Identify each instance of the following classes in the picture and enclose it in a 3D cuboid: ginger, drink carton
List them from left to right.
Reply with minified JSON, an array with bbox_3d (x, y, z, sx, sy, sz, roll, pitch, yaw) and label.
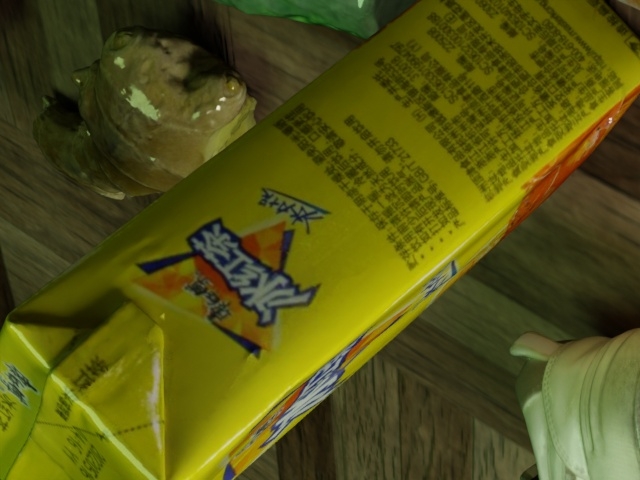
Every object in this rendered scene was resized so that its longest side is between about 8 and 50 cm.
[{"bbox_3d":[-0.137,-0.079,1.253,0.131,0.086,0.294,38,161,-23],"label":"ginger"},{"bbox_3d":[0.000,0.000,0.879,0.111,0.351,0.154,46,150,8],"label":"drink carton"}]

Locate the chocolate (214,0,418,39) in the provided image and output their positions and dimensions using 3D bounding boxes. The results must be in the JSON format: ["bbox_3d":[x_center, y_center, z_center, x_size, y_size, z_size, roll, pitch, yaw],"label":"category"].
[{"bbox_3d":[-0.063,-0.183,1.002,0.291,0.110,0.110,29,144,34],"label":"chocolate"}]

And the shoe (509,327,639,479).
[{"bbox_3d":[0.185,0.174,1.064,0.159,0.124,0.316,13,128,46],"label":"shoe"}]

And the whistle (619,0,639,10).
[{"bbox_3d":[0.088,-0.154,0.855,0.220,0.107,0.057,25,122,12],"label":"whistle"}]
